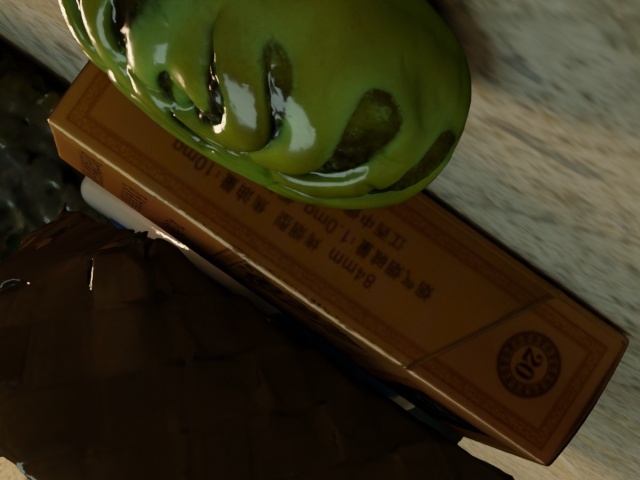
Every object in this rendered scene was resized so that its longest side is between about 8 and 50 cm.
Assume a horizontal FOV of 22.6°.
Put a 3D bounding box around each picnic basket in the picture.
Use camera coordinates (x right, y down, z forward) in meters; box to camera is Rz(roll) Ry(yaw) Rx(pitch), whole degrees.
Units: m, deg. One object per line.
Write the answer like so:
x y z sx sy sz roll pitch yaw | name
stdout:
-0.104 0.181 0.896 0.337 0.337 0.293 37 172 -19 | picnic basket

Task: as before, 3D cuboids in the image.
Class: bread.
-0.021 -0.059 0.486 0.139 0.071 0.130 35 178 2 | bread

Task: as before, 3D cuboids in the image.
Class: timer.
-0.037 0.011 1.052 0.178 0.078 0.253 38 173 -37 | timer

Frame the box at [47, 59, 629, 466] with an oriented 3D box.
0.000 0.000 0.788 0.274 0.076 0.174 35 175 -5 | box

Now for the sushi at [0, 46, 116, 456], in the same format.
-0.345 0.000 1.296 0.396 0.351 0.240 31 172 -5 | sushi

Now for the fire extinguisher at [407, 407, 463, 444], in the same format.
0.026 0.113 1.427 0.294 0.118 0.093 23 132 62 | fire extinguisher
